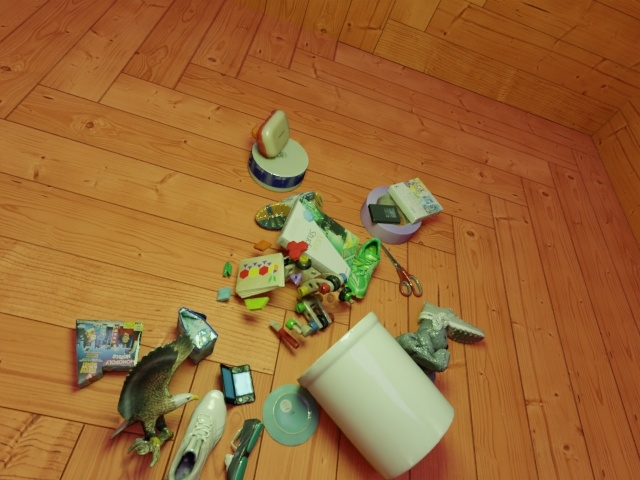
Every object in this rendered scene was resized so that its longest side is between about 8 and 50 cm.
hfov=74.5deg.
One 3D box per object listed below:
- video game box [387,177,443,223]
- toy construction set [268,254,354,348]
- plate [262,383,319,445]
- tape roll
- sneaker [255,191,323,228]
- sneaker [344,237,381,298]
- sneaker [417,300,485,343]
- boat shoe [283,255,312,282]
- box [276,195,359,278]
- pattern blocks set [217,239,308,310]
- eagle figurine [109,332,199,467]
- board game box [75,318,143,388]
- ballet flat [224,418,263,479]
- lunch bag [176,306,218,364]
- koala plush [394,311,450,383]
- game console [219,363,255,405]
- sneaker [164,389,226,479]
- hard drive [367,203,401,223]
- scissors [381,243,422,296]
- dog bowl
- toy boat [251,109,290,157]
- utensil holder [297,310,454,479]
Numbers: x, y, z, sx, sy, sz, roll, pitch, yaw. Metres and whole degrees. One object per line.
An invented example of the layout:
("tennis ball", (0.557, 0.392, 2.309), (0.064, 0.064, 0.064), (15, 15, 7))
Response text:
("video game box", (0.440, -0.188, 1.953), (0.186, 0.048, 0.205), (-19, 65, -29))
("toy construction set", (-0.066, 0.201, 1.520), (0.237, 0.258, 0.309), (35, 65, 27))
("plate", (-0.092, 0.555, 1.349), (0.188, 0.024, 0.188), (10, 54, -14))
("tape roll", (0.326, -0.118, 1.947), (0.274, 0.090, 0.275), (10, 54, -14))
("sneaker", (-0.135, -0.129, 1.784), (0.296, 0.131, 0.112), (-17, 107, -13))
("sneaker", (0.175, 0.099, 1.711), (0.109, 0.124, 0.296), (24, 52, -3))
("sneaker", (0.537, 0.324, 1.701), (0.281, 0.105, 0.115), (23, 51, -3))
("boat shoe", (-0.102, 0.099, 1.630), (0.258, 0.084, 0.095), (-30, 70, -34))
("box", (0.000, 0.000, 1.675), (0.321, 0.058, 0.233), (35, 49, -19))
("pattern blocks set", (-0.210, 0.120, 1.499), (0.324, 0.026, 0.286), (-3, 54, 22))
("eagle figurine", (-0.451, 0.421, 1.167), (0.225, 0.226, 0.299), (-2, 87, -46))
("board game box", (-0.649, 0.342, 1.266), (0.194, 0.060, 0.194), (7, 55, -17))
("ballet flat", (-0.236, 0.619, 1.227), (0.074, 0.074, 0.203), (25, 57, -3))
("lunch bag", (-0.406, 0.297, 1.345), (0.151, 0.129, 0.096), (43, 48, 14))
("koala plush", (0.396, 0.375, 1.564), (0.203, 0.196, 0.221), (34, 54, 18))
("game console", (-0.261, 0.449, 1.329), (0.107, 0.071, 0.122), (-3, 58, -23))
("sneaker", (-0.338, 0.562, 1.183), (0.110, 0.129, 0.297), (20, 50, -4))
("hard drive", (0.281, -0.118, 1.858), (0.135, 0.022, 0.094), (2, 56, -19))
("scissors", (0.348, 0.117, 1.835), (0.108, 0.021, 0.297), (-8, 58, -23))
("dog bowl", (-0.191, -0.352, 1.906), (0.264, 0.104, 0.265), (10, 53, -14))
("toy boat", (-0.232, -0.471, 1.839), (0.151, 0.151, 0.231), (8, 47, 22))
("utensil holder", (0.172, 0.476, 1.322), (0.327, 0.328, 0.385), (-34, 75, -35))
